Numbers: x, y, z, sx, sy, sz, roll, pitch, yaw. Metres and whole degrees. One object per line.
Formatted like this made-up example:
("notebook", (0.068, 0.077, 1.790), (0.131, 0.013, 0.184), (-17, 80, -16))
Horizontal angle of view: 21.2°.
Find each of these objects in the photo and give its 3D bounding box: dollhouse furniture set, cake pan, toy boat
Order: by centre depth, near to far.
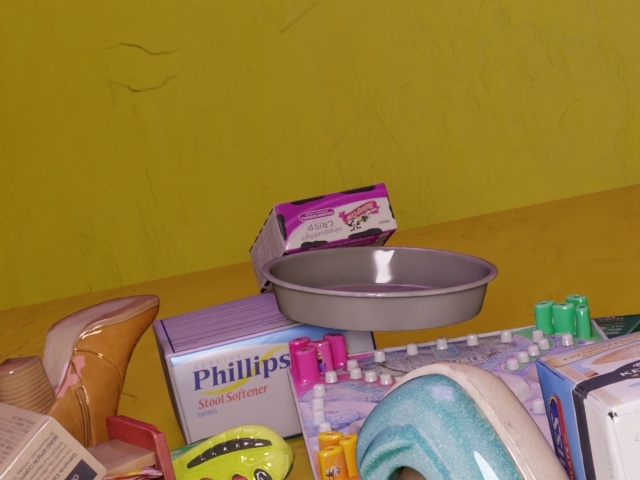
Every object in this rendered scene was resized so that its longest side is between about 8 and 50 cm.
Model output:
("toy boat", (0.078, 0.259, 1.319), (0.148, 0.267, 0.318), (-14, -24, -36))
("dollhouse furniture set", (-0.182, 0.294, 1.636), (0.201, 0.152, 0.374), (-19, 15, -32))
("cake pan", (0.073, 0.059, 2.122), (0.293, 0.054, 0.293), (0, 10, 0))

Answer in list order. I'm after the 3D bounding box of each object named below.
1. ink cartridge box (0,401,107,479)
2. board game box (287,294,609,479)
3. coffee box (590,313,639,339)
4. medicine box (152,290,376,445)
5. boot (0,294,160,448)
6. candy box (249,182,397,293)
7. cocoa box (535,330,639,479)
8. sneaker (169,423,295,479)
("ink cartridge box", (-0.328, 0.241, 1.549), (0.193, 0.088, 0.235), (-52, 29, -20))
("board game box", (0.167, 0.164, 1.955), (0.390, 0.050, 0.390), (-9, 17, -4))
("coffee box", (0.342, 0.139, 2.167), (0.113, 0.040, 0.184), (-8, 10, 27))
("medicine box", (-0.073, 0.164, 2.277), (0.263, 0.149, 0.289), (-14, 9, -7))
("boot", (-0.279, 0.205, 2.112), (0.104, 0.211, 0.295), (-5, 18, 37))
("candy box", (0.000, 0.000, 2.352), (0.159, 0.071, 0.233), (-12, -12, -13))
("cocoa box", (0.368, 0.171, 1.281), (0.347, 0.231, 0.228), (-14, 8, -4))
("sneaker", (-0.163, 0.280, 1.914), (0.295, 0.109, 0.123), (-13, -15, 15))
